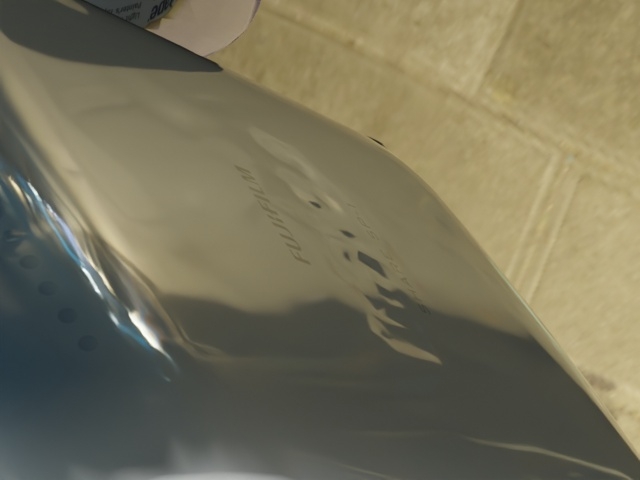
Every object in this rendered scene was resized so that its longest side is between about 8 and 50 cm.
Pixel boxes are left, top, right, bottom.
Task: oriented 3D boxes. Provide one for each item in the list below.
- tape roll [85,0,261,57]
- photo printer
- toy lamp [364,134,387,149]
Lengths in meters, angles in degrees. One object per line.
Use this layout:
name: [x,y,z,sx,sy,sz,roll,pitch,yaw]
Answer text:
tape roll: [-0.111,-0.144,0.696,0.189,0.189,0.080,10,65,-8]
photo printer: [-0.039,0.032,0.543,0.107,0.307,0.256,-49,49,18]
toy lamp: [0.020,0.068,1.146,0.080,0.275,0.080,-4,30,2]
